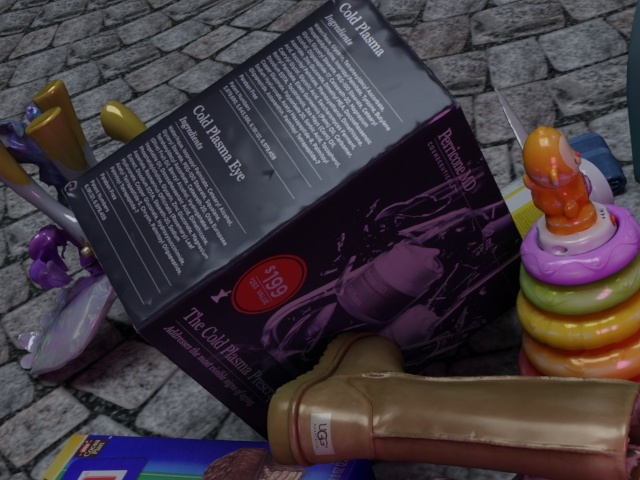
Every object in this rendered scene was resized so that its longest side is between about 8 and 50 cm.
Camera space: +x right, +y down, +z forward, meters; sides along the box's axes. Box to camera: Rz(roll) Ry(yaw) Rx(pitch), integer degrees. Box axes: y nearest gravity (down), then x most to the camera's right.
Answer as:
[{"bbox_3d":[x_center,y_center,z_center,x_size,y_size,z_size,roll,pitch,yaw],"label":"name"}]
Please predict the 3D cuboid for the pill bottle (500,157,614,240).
[{"bbox_3d":[0.226,-0.015,1.343,0.184,0.103,0.103,-31,33,-17],"label":"pill bottle"}]

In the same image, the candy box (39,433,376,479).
[{"bbox_3d":[-0.131,0.297,1.051,0.317,0.122,0.268,-3,34,27],"label":"candy box"}]

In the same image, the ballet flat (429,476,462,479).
[{"bbox_3d":[0.104,0.327,0.863,0.108,0.106,0.316,9,56,-21],"label":"ballet flat"}]

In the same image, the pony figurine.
[{"bbox_3d":[-0.240,-0.005,1.434,0.351,0.363,0.303,-4,39,53],"label":"pony figurine"}]

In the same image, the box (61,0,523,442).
[{"bbox_3d":[0.000,0.000,1.133,0.312,0.343,0.179,-36,56,1],"label":"box"}]

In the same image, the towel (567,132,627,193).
[{"bbox_3d":[0.320,-0.087,1.473,0.067,0.029,0.119,-18,31,6],"label":"towel"}]

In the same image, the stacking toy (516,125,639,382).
[{"bbox_3d":[0.231,0.027,1.083,0.166,0.301,0.175,-12,31,14],"label":"stacking toy"}]

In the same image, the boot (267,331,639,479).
[{"bbox_3d":[0.123,0.133,0.973,0.270,0.089,0.236,-2,13,22],"label":"boot"}]

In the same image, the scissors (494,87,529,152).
[{"bbox_3d":[0.242,-0.036,1.283,0.109,0.021,0.297,-32,72,-20],"label":"scissors"}]

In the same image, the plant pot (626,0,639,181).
[{"bbox_3d":[0.439,-0.181,1.351,0.166,0.234,0.165,-34,34,-20],"label":"plant pot"}]

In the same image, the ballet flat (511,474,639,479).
[{"bbox_3d":[0.231,0.214,0.961,0.400,0.139,0.139,-19,31,4],"label":"ballet flat"}]
